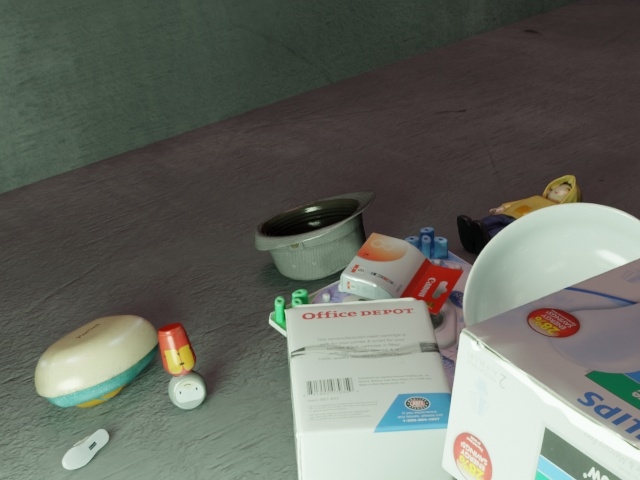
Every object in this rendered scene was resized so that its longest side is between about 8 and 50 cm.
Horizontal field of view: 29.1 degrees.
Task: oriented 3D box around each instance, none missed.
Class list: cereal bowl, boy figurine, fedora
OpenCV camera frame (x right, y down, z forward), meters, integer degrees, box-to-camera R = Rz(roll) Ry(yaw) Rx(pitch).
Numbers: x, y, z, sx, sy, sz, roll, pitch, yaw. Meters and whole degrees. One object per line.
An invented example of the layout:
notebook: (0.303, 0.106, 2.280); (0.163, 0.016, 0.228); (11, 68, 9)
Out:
cereal bowl: (0.402, 0.118, 1.943); (0.339, 0.141, 0.339); (-8, 62, 15)
boy figurine: (0.430, -0.050, 2.532); (0.285, 0.092, 0.177); (-22, 22, -18)
fedora: (0.000, 0.000, 2.556); (0.275, 0.124, 0.243); (-14, 18, 15)

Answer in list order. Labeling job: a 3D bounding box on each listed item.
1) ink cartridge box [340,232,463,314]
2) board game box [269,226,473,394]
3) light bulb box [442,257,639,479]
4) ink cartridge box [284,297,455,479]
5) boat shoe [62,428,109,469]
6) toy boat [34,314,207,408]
ink cartridge box: (0.144, 0.056, 2.151); (0.179, 0.045, 0.145); (11, 36, 22)
board game box: (0.176, 0.134, 2.116); (0.390, 0.050, 0.390); (-24, 40, -32)
light bulb box: (0.408, 0.227, 1.544); (0.361, 0.225, 0.358); (-18, 35, -34)
ink cartridge box: (0.068, 0.226, 1.813); (0.223, 0.129, 0.307); (-3, 32, -3)
boat shoe: (-0.391, 0.345, 2.021); (0.035, 0.035, 0.100); (-28, 10, 42)
toy boat: (-0.345, 0.228, 2.168); (0.318, 0.148, 0.267); (-6, 16, 33)
